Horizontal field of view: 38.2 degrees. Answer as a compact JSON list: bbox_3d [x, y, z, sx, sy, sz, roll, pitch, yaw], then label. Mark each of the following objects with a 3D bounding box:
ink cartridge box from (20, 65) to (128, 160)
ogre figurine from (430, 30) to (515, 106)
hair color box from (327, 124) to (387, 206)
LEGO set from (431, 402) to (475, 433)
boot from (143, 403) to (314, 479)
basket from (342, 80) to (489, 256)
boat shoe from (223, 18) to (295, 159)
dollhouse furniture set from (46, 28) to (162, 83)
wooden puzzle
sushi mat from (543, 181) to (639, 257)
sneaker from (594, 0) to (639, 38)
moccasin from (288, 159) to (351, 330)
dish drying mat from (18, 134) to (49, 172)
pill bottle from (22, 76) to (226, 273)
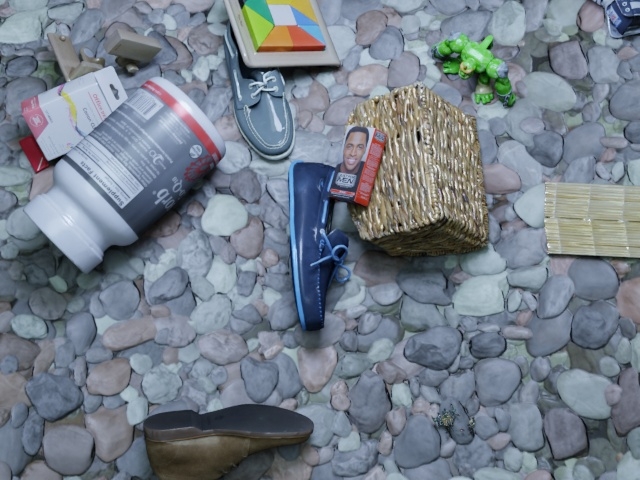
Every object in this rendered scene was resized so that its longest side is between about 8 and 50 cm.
[{"bbox_3d":[-0.484,-0.257,1.859,0.198,0.115,0.067,-25,35,-5],"label":"ink cartridge box"},{"bbox_3d":[0.310,-0.356,1.862,0.096,0.118,0.197,-30,73,-7],"label":"ogre figurine"},{"bbox_3d":[0.069,-0.140,1.725,0.072,0.043,0.141,12,85,42],"label":"hair color box"},{"bbox_3d":[0.241,0.331,1.699,0.083,0.023,0.054,31,78,-2],"label":"LEGO set"},{"bbox_3d":[-0.162,0.369,1.678,0.305,0.112,0.115,-3,102,-3],"label":"boot"},{"bbox_3d":[0.180,-0.119,1.805,0.213,0.223,0.299,-17,68,33],"label":"basket"},{"bbox_3d":[-0.132,-0.317,1.877,0.116,0.099,0.320,-15,72,-3],"label":"boat shoe"},{"bbox_3d":[-0.443,-0.408,1.897,0.151,0.144,0.123,-37,70,29],"label":"dollhouse furniture set"},{"bbox_3d":[-0.081,-0.452,1.884,0.238,0.044,0.221,-6,67,-34],"label":"wooden puzzle"},{"bbox_3d":[0.593,-0.038,1.800,0.316,0.019,0.151,3,74,4],"label":"sushi mat"},{"bbox_3d":[0.577,-0.518,1.913,0.282,0.099,0.153,16,72,4],"label":"sneaker"},{"bbox_3d":[0.000,0.000,1.753,0.116,0.138,0.342,-2,73,-3],"label":"moccasin"},{"bbox_3d":[-0.589,-0.179,1.900,0.032,0.008,0.083,-32,74,-7],"label":"dish drying mat"},{"bbox_3d":[-0.374,-0.122,1.768,0.210,0.210,0.363,42,79,14],"label":"pill bottle"}]
